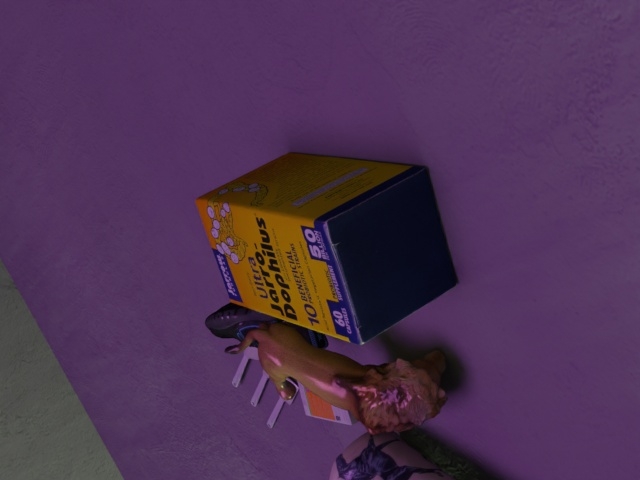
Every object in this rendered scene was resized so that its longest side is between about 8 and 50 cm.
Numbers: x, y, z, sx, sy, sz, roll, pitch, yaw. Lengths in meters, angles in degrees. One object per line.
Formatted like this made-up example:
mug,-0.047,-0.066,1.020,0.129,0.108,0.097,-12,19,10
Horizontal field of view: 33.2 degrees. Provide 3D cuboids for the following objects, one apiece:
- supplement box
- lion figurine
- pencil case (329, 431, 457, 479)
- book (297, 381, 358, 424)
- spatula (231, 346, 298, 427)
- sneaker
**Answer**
supplement box,0.000,0.000,1.629,0.357,0.195,0.194,12,124,54
lion figurine,0.012,0.213,1.740,0.392,0.142,0.240,14,165,9
pencil case,0.192,0.453,1.754,0.410,0.160,0.183,26,162,46
book,0.011,0.291,2.030,0.144,0.035,0.096,2,114,56
spatula,-0.122,0.295,2.257,0.168,0.019,0.242,46,149,14
sneaker,-0.108,0.167,2.013,0.341,0.125,0.139,-16,103,61
